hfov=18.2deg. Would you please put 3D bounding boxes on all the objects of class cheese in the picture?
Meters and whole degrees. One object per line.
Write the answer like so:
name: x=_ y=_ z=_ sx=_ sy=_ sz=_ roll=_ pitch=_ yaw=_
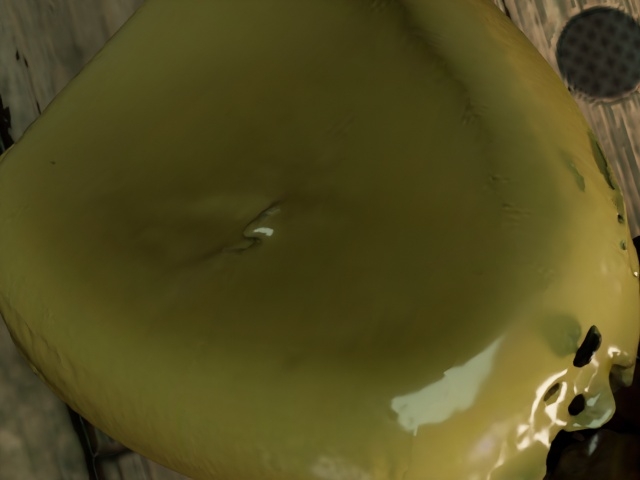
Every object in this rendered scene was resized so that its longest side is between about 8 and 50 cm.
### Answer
cheese: x=0.000 y=0.000 z=0.857 sx=0.259 sy=0.128 sz=0.316 roll=-49 pitch=54 yaw=2

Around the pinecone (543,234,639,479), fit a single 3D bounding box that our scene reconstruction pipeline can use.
pinecone: x=0.193 y=0.124 z=0.863 sx=0.246 sy=0.246 sz=0.292 roll=-39 pitch=69 yaw=-6
